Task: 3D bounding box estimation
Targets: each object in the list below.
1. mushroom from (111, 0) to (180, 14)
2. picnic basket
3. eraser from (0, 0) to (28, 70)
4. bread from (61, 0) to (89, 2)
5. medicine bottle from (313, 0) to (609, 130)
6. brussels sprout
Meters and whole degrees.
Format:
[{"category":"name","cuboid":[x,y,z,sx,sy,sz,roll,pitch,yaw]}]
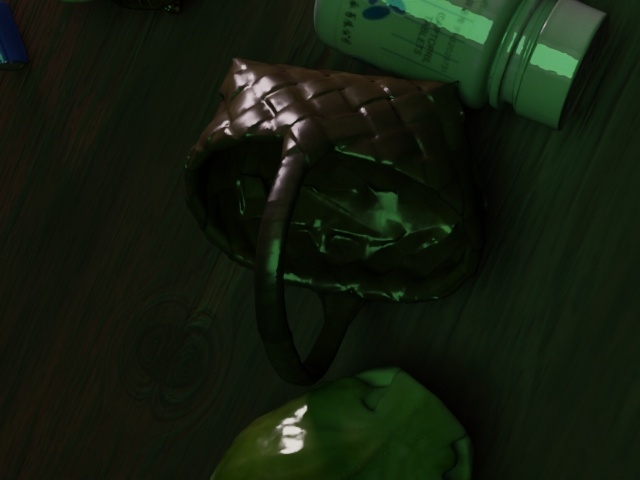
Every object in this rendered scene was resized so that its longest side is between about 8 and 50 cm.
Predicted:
[{"category":"mushroom","cuboid":[-0.204,-0.318,1.937,0.126,0.085,0.109,0,98,33]},{"category":"picnic basket","cuboid":[0.000,0.000,1.756,0.337,0.293,0.337,-6,51,8]},{"category":"eraser","cuboid":[-0.393,-0.251,2.015,0.027,0.063,0.084,-22,87,18]},{"category":"bread","cuboid":[-0.248,-0.391,1.922,0.267,0.040,0.266,-14,63,28]},{"category":"medicine bottle","cuboid":[0.153,-0.237,1.784,0.293,0.170,0.170,24,101,14]},{"category":"brussels sprout","cuboid":[0.023,0.305,1.812,0.289,0.281,0.354,39,94,11]}]
